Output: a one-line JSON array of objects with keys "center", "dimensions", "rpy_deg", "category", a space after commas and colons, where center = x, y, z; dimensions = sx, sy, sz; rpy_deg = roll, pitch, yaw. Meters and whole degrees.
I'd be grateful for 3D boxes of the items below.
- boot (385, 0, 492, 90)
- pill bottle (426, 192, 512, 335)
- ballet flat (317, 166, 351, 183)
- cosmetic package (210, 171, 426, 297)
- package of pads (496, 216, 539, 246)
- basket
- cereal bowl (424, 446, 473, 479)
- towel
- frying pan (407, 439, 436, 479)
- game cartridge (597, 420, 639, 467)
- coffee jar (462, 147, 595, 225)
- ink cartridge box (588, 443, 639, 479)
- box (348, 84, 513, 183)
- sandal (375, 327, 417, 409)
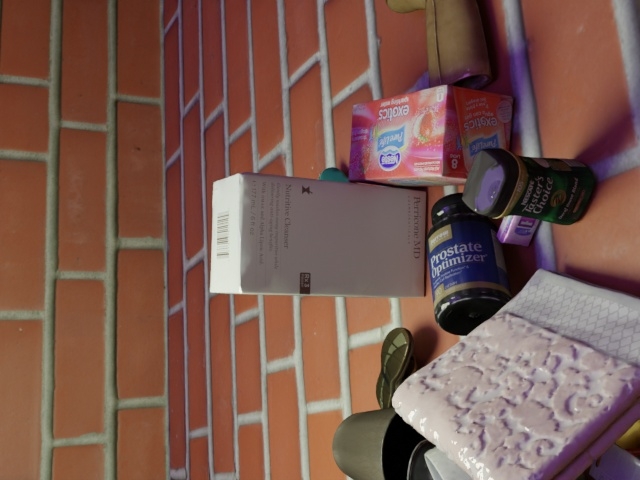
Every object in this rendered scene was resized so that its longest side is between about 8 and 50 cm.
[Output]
[{"center": [0.206, -0.381, 1.431], "dimensions": [0.236, 0.089, 0.269], "rpy_deg": [-25, 66, 59], "category": "boot"}, {"center": [0.235, 0.034, 1.262], "dimensions": [0.123, 0.123, 0.219], "rpy_deg": [127, 151, -45], "category": "pill bottle"}, {"center": [0.048, -0.064, 1.696], "dimensions": [0.241, 0.091, 0.077], "rpy_deg": [-113, 13, -47], "category": "ballet flat"}, {"center": [0.000, 0.000, 1.451], "dimensions": [0.156, 0.385, 0.217], "rpy_deg": [-6, 84, 63], "category": "cosmetic package"}, {"center": [0.314, -0.032, 1.218], "dimensions": [0.032, 0.050, 0.083], "rpy_deg": [-122, 44, -55], "category": "package of pads"}, {"center": [0.125, 0.385, 1.417], "dimensions": [0.227, 0.154, 0.204], "rpy_deg": [-12, 89, 65], "category": "basket"}, {"center": [0.280, 0.406, 1.040], "dimensions": [0.338, 0.141, 0.339], "rpy_deg": [62, 176, 8], "category": "cereal bowl"}, {"center": [0.275, 0.169, 1.003], "dimensions": [0.053, 0.317, 0.332], "rpy_deg": [54, 171, -18], "category": "towel"}, {"center": [0.165, 0.418, 1.194], "dimensions": [0.053, 0.326, 0.197], "rpy_deg": [-19, 81, 30], "category": "frying pan"}, {"center": [0.460, 0.254, 0.915], "dimensions": [0.324, 0.053, 0.285], "rpy_deg": [-14, 74, 58], "category": "game cartridge"}, {"center": [0.295, -0.076, 1.116], "dimensions": [0.079, 0.185, 0.096], "rpy_deg": [53, 132, 51], "category": "coffee jar"}, {"center": [0.387, 0.292, 0.958], "dimensions": [0.115, 0.029, 0.062], "rpy_deg": [37, 118, 58], "category": "ink cartridge box"}, {"center": [0.184, -0.174, 1.383], "dimensions": [0.300, 0.142, 0.154], "rpy_deg": [7, 93, 62], "category": "box"}, {"center": [0.153, 0.250, 1.484], "dimensions": [0.090, 0.060, 0.219], "rpy_deg": [-116, 25, -52], "category": "sandal"}]
